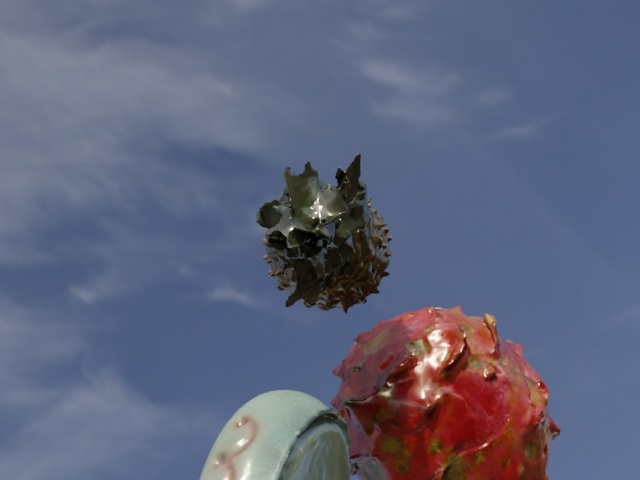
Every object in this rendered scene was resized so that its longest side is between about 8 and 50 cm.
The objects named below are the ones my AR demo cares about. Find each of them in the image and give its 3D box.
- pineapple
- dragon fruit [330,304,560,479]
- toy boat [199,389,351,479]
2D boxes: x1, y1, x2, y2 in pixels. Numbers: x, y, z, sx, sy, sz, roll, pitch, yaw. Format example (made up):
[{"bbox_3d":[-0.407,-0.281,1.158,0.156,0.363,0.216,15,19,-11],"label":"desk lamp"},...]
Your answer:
[{"bbox_3d":[0.000,0.000,1.015,0.125,0.125,0.251,-34,-9,-2],"label":"pineapple"},{"bbox_3d":[0.127,0.190,1.180,0.205,0.210,0.268,-31,-95,-5],"label":"dragon fruit"},{"bbox_3d":[-0.044,0.185,0.753,0.078,0.208,0.134,1,-34,25],"label":"toy boat"}]
